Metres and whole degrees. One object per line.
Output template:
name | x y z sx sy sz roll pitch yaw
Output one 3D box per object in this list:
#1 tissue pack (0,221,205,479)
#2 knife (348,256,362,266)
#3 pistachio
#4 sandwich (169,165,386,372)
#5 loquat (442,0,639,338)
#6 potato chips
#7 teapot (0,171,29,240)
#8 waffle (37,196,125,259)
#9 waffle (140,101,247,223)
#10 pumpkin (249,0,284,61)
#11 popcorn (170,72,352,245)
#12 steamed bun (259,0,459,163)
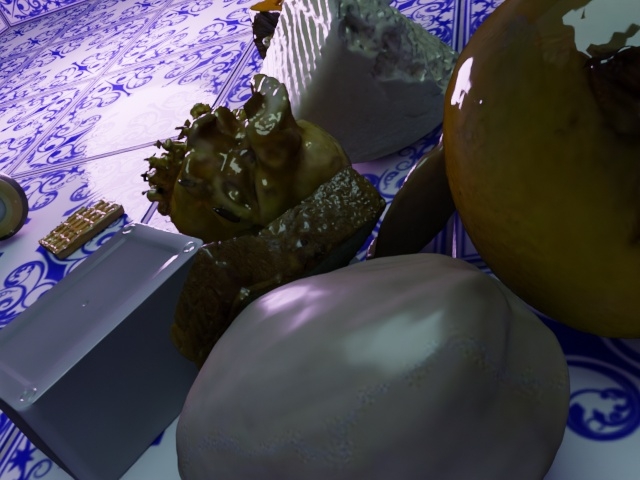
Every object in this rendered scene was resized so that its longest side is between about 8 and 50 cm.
tissue pack | -0.221 0.112 0.735 0.159 0.136 0.246 14 49 42
knife | -0.002 0.001 0.859 0.058 0.032 0.244 -28 38 -7
pistachio | 0.023 0.130 0.524 0.332 0.208 0.226 -21 69 25
sandwich | -0.043 0.034 0.675 0.065 0.186 0.215 46 52 12
loquat | 0.273 -0.084 0.576 0.329 0.328 0.359 -10 -6 20
potato chips | 0.115 -0.043 0.737 0.062 0.208 0.195 30 25 5
teapot | -0.601 -0.047 1.213 0.165 0.130 0.119 -63 24 0
waffle | -0.399 -0.024 1.131 0.092 0.021 0.135 18 52 45
waffle | -0.147 -0.101 0.932 0.193 0.197 0.070 -36 54 3
pumpkin | -0.024 -0.406 1.320 0.222 0.139 0.317 -37 37 -22
popcorn | -0.067 -0.066 0.803 0.190 0.253 0.191 24 56 3
steamed bun | 0.068 -0.247 0.989 0.272 0.273 0.290 15 32 -20
